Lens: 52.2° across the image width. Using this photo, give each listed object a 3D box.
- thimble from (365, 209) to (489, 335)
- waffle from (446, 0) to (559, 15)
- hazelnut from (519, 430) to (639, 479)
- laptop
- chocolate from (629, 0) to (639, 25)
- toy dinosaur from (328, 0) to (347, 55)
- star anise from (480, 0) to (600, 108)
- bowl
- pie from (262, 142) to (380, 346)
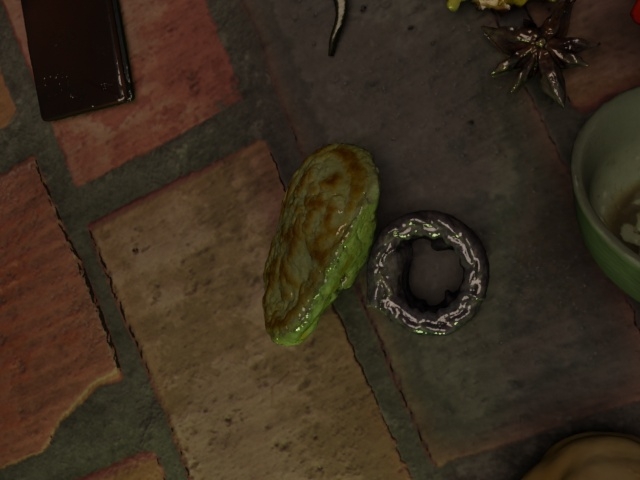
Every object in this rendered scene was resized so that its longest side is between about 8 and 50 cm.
[{"bbox_3d":[0.127,0.037,0.776,0.150,0.098,0.150,1,93,15],"label":"thimble"},{"bbox_3d":[0.240,-0.459,0.721,0.382,0.095,0.380,-18,90,18],"label":"waffle"},{"bbox_3d":[0.309,0.350,0.697,0.261,0.241,0.261,-6,63,13],"label":"hazelnut"},{"bbox_3d":[-0.347,-0.283,0.927,0.154,0.026,0.207,-10,90,18],"label":"laptop"},{"bbox_3d":[0.470,-0.245,0.497,0.360,0.161,0.341,47,144,29],"label":"chocolate"},{"bbox_3d":[-0.044,-0.346,0.842,0.187,0.087,0.179,16,135,29],"label":"toy dinosaur"},{"bbox_3d":[0.255,-0.205,0.741,0.124,0.056,0.129,-15,73,12],"label":"star anise"},{"bbox_3d":[0.387,-0.018,0.653,0.289,0.146,0.289,-4,53,5],"label":"bowl"},{"bbox_3d":[0.000,0.000,0.785,0.090,0.201,0.248,18,109,-24],"label":"pie"}]
